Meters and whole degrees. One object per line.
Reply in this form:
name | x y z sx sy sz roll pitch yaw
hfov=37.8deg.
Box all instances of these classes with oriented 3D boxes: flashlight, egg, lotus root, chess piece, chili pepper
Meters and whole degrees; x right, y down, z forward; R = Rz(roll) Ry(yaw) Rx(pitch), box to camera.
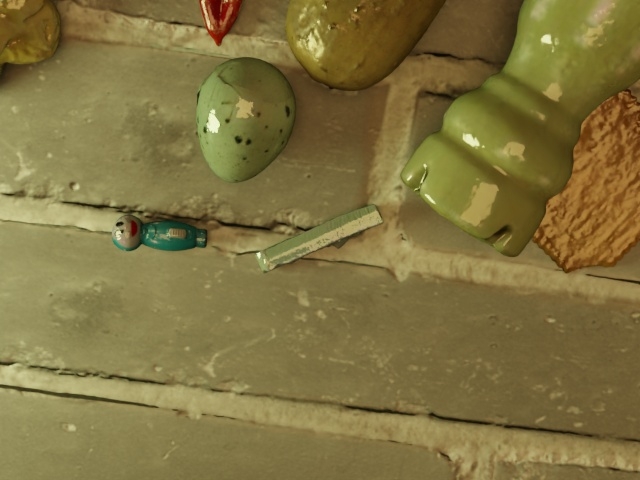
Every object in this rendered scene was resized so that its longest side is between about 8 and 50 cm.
flashlight | -0.218 -0.008 1.270 0.129 0.051 0.051 3 100 -7
egg | -0.102 -0.154 1.201 0.131 0.131 0.164 23 106 -4
lotus root | 0.083 -0.338 1.141 0.169 0.151 0.343 32 113 -5
chess piece | 0.294 -0.202 1.147 0.234 0.234 0.442 33 99 -5
chili pepper | -0.127 -0.347 1.207 0.059 0.050 0.191 1 108 -17

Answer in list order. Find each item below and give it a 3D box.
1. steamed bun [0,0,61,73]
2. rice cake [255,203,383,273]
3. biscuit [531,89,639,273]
steamed bun | -0.464 -0.319 1.173 0.295 0.137 0.292 6 103 -3
rice cake | 0.000 0.000 1.274 0.180 0.030 0.042 -23 93 4
biscuit | 0.367 -0.087 1.268 0.232 0.013 0.237 43 98 -6
